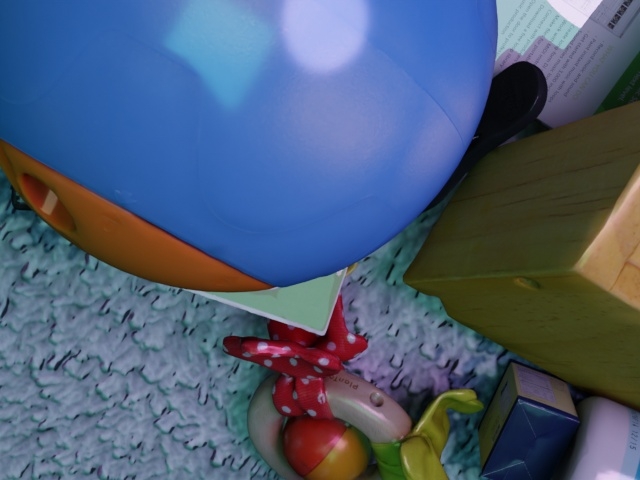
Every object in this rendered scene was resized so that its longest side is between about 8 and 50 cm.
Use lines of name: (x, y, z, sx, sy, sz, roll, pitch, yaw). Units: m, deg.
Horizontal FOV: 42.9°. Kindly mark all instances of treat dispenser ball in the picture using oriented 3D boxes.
treat dispenser ball: (-0.049, -0.114, 0.452, 0.288, 0.288, 0.288, 1, 109, 2)

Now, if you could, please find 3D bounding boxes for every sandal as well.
sandal: (0.099, -0.080, 0.635, 0.040, 0.067, 0.179, 10, 147, -31)

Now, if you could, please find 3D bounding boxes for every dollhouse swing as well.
dollhouse swing: (0.316, -0.029, 0.620, 0.347, 0.315, 0.305, 28, 76, -17)

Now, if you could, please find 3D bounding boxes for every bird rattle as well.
bird rattle: (0.012, 0.167, 0.719, 0.253, 0.143, 0.207, 29, 132, -11)

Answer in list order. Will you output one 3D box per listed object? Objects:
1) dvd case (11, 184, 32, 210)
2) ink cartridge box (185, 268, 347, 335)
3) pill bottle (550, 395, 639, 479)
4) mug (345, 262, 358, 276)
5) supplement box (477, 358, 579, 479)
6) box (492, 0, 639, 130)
dvd case: (-0.136, -0.146, 0.602, 0.180, 0.022, 0.253, 1, 94, -4)
ink cartridge box: (-0.037, -0.064, 0.650, 0.171, 0.056, 0.235, 19, 94, -5)
pill bottle: (0.326, 0.246, 0.688, 0.264, 0.146, 0.146, 22, 109, 10)
mug: (-0.002, -0.003, 0.706, 0.064, 0.078, 0.062, -34, 62, 4)
supplement box: (0.184, 0.167, 0.734, 0.056, 0.083, 0.083, 21, 109, 2)
box: (0.182, -0.219, 0.619, 0.322, 0.058, 0.232, 31, 108, -7)
